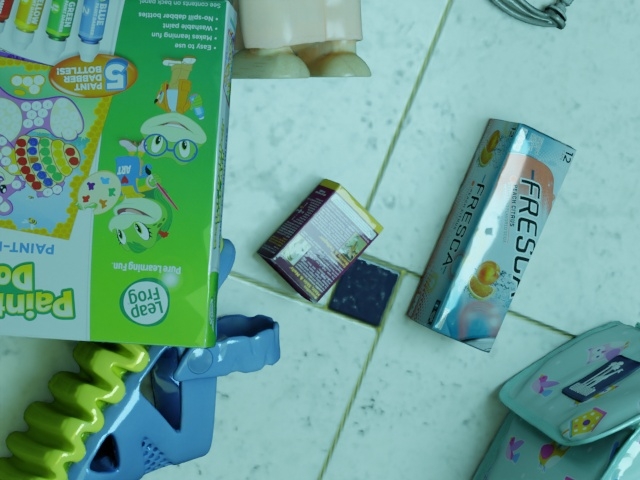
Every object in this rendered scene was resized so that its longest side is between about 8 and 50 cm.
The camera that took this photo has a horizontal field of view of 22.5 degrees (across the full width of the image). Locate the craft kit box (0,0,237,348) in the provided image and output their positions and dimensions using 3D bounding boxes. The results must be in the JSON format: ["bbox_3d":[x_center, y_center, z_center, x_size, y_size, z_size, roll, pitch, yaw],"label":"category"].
[{"bbox_3d":[-0.192,-0.052,1.137,0.250,0.061,0.246,3,89,3],"label":"craft kit box"}]

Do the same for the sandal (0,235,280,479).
[{"bbox_3d":[-0.137,0.132,1.218,0.138,0.126,0.317,36,88,-24],"label":"sandal"}]

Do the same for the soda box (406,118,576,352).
[{"bbox_3d":[0.139,-0.006,1.312,0.058,0.063,0.183,22,91,-20],"label":"soda box"}]

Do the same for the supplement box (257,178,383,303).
[{"bbox_3d":[0.000,0.000,1.278,0.083,0.043,0.055,-46,109,-7],"label":"supplement box"}]

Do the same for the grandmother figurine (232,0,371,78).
[{"bbox_3d":[-0.028,-0.293,1.199,0.208,0.104,0.342,-7,99,-45],"label":"grandmother figurine"}]

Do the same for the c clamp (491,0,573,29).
[{"bbox_3d":[0.210,-0.238,1.319,0.137,0.022,0.160,43,84,-19],"label":"c clamp"}]

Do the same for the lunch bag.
[{"bbox_3d":[0.227,0.194,1.287,0.160,0.223,0.262,26,90,-14],"label":"lunch bag"}]
